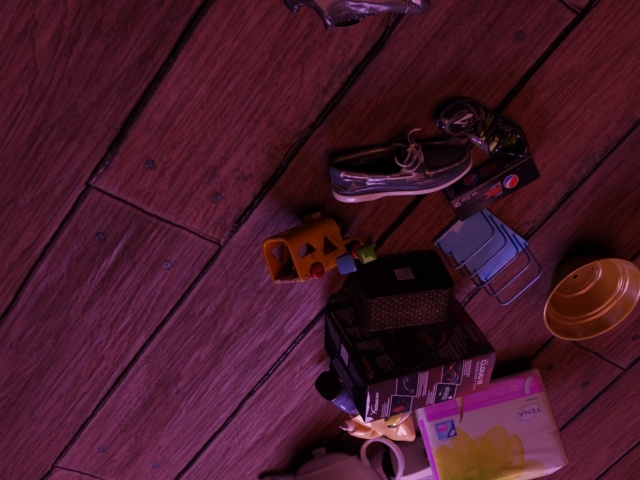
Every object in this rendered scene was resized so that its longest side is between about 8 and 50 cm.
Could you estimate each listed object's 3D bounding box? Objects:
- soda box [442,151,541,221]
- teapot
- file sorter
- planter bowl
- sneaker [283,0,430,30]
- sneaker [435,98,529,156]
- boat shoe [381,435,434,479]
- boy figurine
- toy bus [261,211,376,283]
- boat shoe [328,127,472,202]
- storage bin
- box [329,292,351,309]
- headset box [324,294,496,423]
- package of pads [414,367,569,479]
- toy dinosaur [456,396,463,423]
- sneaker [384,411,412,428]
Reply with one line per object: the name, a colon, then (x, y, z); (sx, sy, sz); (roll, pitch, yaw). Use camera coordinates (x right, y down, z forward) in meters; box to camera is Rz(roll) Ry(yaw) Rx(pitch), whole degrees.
soda box: (0.313, -0.107, 1.519); (0.168, 0.053, 0.060); (-30, 129, 8)
teapot: (0.032, 0.556, 1.858); (0.256, 0.187, 0.252); (-11, 165, -30)
file sorter: (0.326, 0.029, 1.593); (0.170, 0.104, 0.118); (33, 111, -32)
planter bowl: (0.547, 0.098, 1.715); (0.217, 0.090, 0.217); (-7, 127, -10)
sneaker: (0.048, -0.363, 1.242); (0.234, 0.078, 0.106); (9, 126, -17)
sneaker: (0.287, -0.191, 1.433); (0.188, 0.078, 0.067); (14, 121, -24)
boat shoe: (0.319, 0.522, 1.962); (0.340, 0.127, 0.158); (-13, 136, 3)
boy figurine: (0.121, 0.347, 1.779); (0.285, 0.092, 0.177); (39, 85, -38)
toy bus: (-0.005, 0.004, 1.475); (0.190, 0.202, 0.104); (-18, 98, 7)
boat shoe: (0.138, -0.134, 1.428); (0.254, 0.095, 0.079); (-9, 139, 2)
storage bin: (0.152, 0.094, 1.580); (0.180, 0.122, 0.084); (-7, 127, -11)
box: (0.060, 0.134, 1.650); (0.083, 0.018, 0.067); (-5, 127, -13)
headset box: (0.180, 0.206, 1.595); (0.293, 0.218, 0.110); (-12, 129, -18)
package of pads: (0.375, 0.428, 1.826); (0.296, 0.229, 0.101); (-14, 167, -5)
toy dinosaur: (0.297, 0.294, 1.792); (0.092, 0.053, 0.183); (-21, 91, -4)
sneaker: (0.153, 0.281, 1.704); (0.094, 0.209, 0.081); (22, 157, -16)
